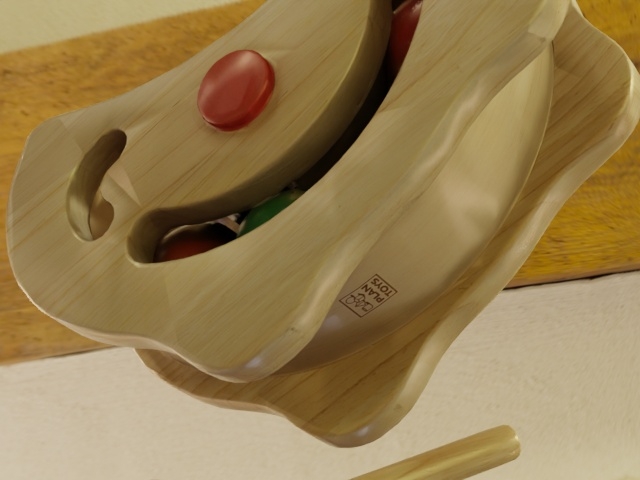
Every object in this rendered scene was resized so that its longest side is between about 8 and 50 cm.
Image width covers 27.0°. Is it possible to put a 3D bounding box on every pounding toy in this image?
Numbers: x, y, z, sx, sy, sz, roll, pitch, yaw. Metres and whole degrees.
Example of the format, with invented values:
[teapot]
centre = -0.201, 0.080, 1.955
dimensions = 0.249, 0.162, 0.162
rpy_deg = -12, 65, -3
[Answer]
[pounding toy]
centre = 0.000, 0.000, 0.483
dimensions = 0.269, 0.155, 0.154
rpy_deg = -51, -132, 0
